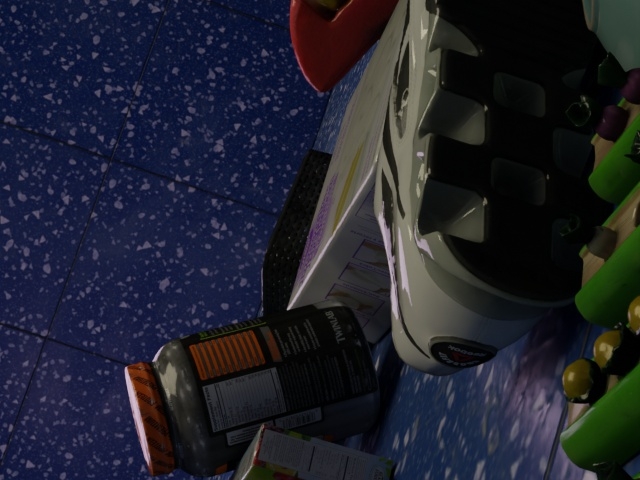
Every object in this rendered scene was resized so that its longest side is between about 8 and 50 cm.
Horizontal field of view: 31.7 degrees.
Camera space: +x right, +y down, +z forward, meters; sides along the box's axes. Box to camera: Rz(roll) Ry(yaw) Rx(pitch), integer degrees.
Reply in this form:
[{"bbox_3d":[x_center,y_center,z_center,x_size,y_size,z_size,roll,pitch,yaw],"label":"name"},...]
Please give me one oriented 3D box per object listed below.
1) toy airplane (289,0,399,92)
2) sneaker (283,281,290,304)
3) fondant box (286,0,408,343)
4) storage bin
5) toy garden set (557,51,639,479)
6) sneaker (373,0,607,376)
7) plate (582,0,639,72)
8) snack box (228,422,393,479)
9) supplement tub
[{"bbox_3d":[0.060,-0.402,1.251,0.386,0.272,0.384,119,169,-65],"label":"toy airplane"},{"bbox_3d":[-0.008,0.025,1.399,0.234,0.097,0.084,-82,12,-63],"label":"sneaker"},{"bbox_3d":[0.073,-0.079,0.945,0.330,0.096,0.238,117,170,-65],"label":"fondant box"},{"bbox_3d":[0.000,0.000,1.275,0.122,0.084,0.180,93,-165,-52],"label":"storage bin"},{"bbox_3d":[0.126,-0.011,0.386,0.204,0.049,0.244,116,171,-54],"label":"toy garden set"},{"bbox_3d":[0.086,-0.075,0.640,0.146,0.122,0.330,119,169,-54],"label":"sneaker"},{"bbox_3d":[0.133,-0.165,0.534,0.188,0.024,0.188,-5,-90,-80],"label":"plate"},{"bbox_3d":[-0.014,0.189,0.851,0.141,0.100,0.037,119,168,-58],"label":"snack box"},{"bbox_3d":[-0.057,0.124,0.923,0.117,0.190,0.117,167,90,-76],"label":"supplement tub"}]
